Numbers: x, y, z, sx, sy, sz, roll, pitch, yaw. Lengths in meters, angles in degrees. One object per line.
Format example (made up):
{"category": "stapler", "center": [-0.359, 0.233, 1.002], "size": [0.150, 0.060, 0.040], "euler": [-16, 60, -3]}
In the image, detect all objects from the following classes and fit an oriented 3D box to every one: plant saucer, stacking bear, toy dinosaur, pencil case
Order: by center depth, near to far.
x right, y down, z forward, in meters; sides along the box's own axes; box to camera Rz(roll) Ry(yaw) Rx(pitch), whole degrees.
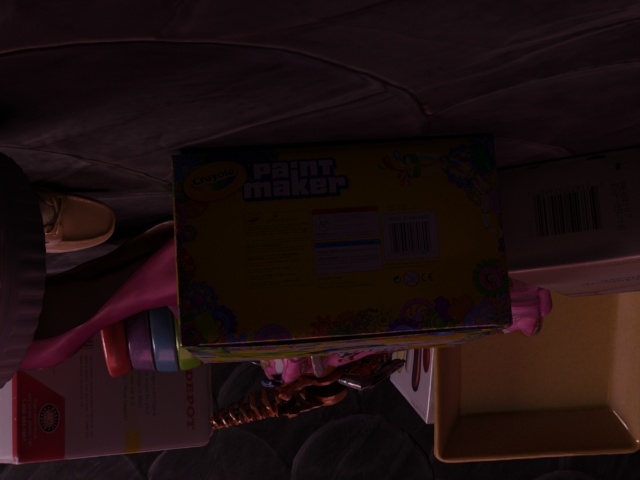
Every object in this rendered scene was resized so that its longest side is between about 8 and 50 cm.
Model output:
{"category": "pencil case", "center": [0.099, 0.081, 1.348], "size": [0.386, 0.167, 0.160], "euler": [-10, 151, -14]}
{"category": "toy dinosaur", "center": [-0.008, 0.154, 1.447], "size": [0.322, 0.164, 0.218], "euler": [-12, -149, -30]}
{"category": "plant saucer", "center": [0.334, 0.176, 1.587], "size": [0.333, 0.332, 0.081], "euler": [-3, -156, 0]}
{"category": "stacking bear", "center": [-0.184, 0.112, 1.588], "size": [0.289, 0.164, 0.175], "euler": [-7, 171, -6]}

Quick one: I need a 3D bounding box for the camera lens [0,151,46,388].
{"category": "camera lens", "center": [-0.363, 0.016, 0.725], "size": [0.219, 0.219, 0.274], "euler": [-13, 167, 43]}

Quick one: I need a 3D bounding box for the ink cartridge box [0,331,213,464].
{"category": "ink cartridge box", "center": [-0.379, 0.219, 1.733], "size": [0.160, 0.279, 0.385], "euler": [-11, 168, 42]}

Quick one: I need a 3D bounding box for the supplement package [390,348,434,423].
{"category": "supplement package", "center": [0.220, 0.174, 1.747], "size": [0.149, 0.203, 0.194], "euler": [-1, -166, -15]}

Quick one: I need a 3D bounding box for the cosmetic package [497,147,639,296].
{"category": "cosmetic package", "center": [0.311, -0.009, 1.154], "size": [0.160, 0.113, 0.309], "euler": [-9, 168, 26]}

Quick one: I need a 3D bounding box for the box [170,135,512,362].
{"category": "box", "center": [0.012, 0.023, 1.033], "size": [0.290, 0.177, 0.279], "euler": [-4, 170, -4]}

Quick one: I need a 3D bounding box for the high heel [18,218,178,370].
{"category": "high heel", "center": [-0.299, 0.051, 1.262], "size": [0.377, 0.127, 0.181], "euler": [-14, 144, 5]}

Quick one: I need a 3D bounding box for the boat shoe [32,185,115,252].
{"category": "boat shoe", "center": [-0.277, -0.022, 1.005], "size": [0.170, 0.063, 0.059], "euler": [2, 175, -27]}
